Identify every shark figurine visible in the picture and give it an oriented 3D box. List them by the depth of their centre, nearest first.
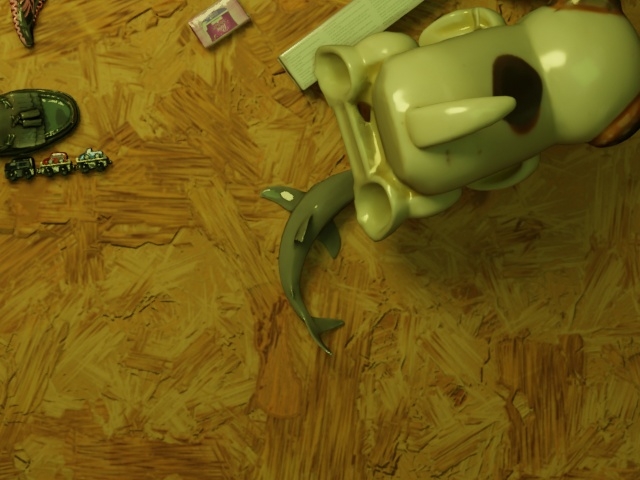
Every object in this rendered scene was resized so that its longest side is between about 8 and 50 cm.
[{"bbox_3d":[-0.021,0.020,1.657,0.166,0.116,0.278,11,94,-5],"label":"shark figurine"}]

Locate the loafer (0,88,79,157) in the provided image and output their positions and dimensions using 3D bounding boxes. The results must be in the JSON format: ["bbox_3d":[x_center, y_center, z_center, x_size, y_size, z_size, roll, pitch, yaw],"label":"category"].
[{"bbox_3d":[-0.483,-0.161,1.601,0.267,0.084,0.096,-9,98,-4],"label":"loafer"}]

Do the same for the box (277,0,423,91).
[{"bbox_3d":[0.083,-0.341,1.642,0.324,0.063,0.067,-38,98,0],"label":"box"}]

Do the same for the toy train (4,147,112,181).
[{"bbox_3d":[-0.387,-0.114,1.647,0.158,0.027,0.036,-7,87,-4],"label":"toy train"}]

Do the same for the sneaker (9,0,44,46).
[{"bbox_3d":[-0.420,-0.340,1.608,0.057,0.047,0.119,-10,100,-16],"label":"sneaker"}]

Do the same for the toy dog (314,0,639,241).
[{"bbox_3d":[0.242,-0.212,1.518,0.407,0.395,0.285,-19,85,-16],"label":"toy dog"}]

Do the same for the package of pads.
[{"bbox_3d":[-0.148,-0.323,1.638,0.083,0.032,0.050,-34,98,0],"label":"package of pads"}]
